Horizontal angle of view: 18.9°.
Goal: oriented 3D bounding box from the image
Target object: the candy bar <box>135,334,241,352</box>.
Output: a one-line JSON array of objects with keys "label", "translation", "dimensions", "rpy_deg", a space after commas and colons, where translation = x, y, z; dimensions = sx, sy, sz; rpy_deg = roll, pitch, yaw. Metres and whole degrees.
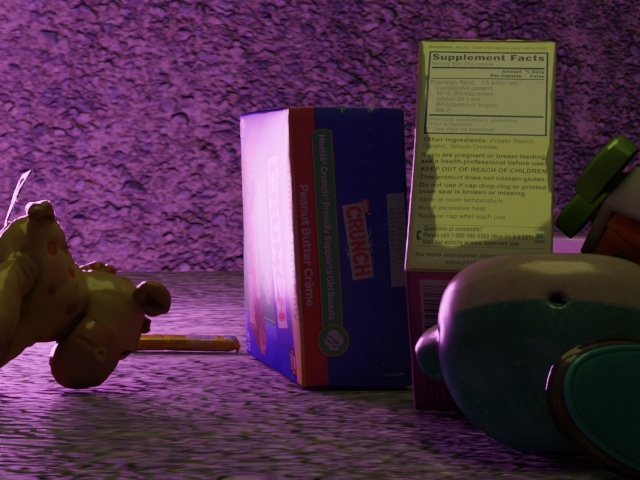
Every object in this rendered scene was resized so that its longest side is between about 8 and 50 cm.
[{"label": "candy bar", "translation": [-0.167, 0.114, 2.132], "dimensions": [0.161, 0.018, 0.040], "rpy_deg": [1, 6, -6]}]

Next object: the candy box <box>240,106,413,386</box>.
[{"label": "candy box", "translation": [0.000, 0.000, 1.940], "dimensions": [0.122, 0.268, 0.317], "rpy_deg": [-2, 3, -12]}]

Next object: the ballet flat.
[{"label": "ballet flat", "translation": [0.252, 0.125, 1.300], "dimensions": [0.280, 0.095, 0.096], "rpy_deg": [11, -12, -26]}]

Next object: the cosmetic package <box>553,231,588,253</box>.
[{"label": "cosmetic package", "translation": [0.305, 0.054, 2.526], "dimensions": [0.296, 0.129, 0.153], "rpy_deg": [3, 4, 21]}]

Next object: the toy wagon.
[{"label": "toy wagon", "translation": [0.299, 0.034, 1.432], "dimensions": [0.267, 0.068, 0.344], "rpy_deg": [41, -9, 9]}]

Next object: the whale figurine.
[{"label": "whale figurine", "translation": [0.178, 0.108, 1.453], "dimensions": [0.216, 0.141, 0.272], "rpy_deg": [1, -22, 6]}]

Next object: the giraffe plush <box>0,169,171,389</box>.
[{"label": "giraffe plush", "translation": [-0.241, 0.067, 1.765], "dimensions": [0.170, 0.210, 0.181], "rpy_deg": [31, -13, -20]}]

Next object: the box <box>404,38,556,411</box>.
[{"label": "box", "translation": [0.138, -0.011, 1.633], "dimensions": [0.117, 0.243, 0.213], "rpy_deg": [2, -35, 6]}]
